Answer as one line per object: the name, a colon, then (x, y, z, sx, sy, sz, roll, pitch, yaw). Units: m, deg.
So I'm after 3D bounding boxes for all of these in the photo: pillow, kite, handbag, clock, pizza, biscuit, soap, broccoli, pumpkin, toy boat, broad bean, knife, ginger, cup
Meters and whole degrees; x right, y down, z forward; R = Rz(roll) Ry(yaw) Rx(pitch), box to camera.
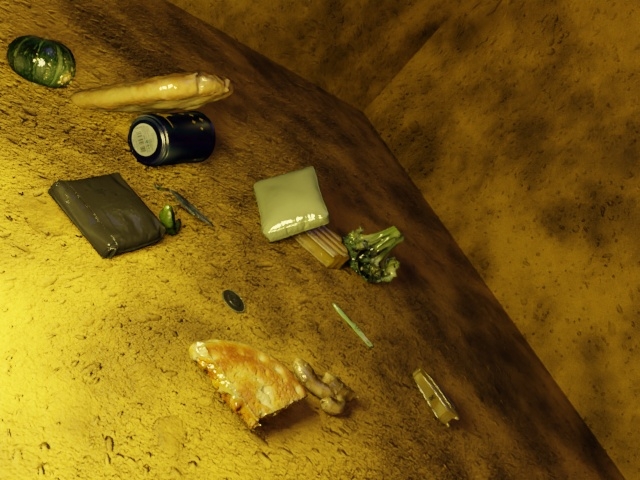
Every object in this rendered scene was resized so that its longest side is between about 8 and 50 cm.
pillow: (-0.111, -0.141, 2.163, 0.322, 0.256, 0.119, -107, 179, -48)
kite: (-0.403, -0.106, 1.751, 0.169, 0.015, 0.310, 43, 1, 2)
handbag: (-0.550, -0.076, 1.537, 0.247, 0.080, 0.223, 48, 25, 8)
clock: (-0.249, 0.174, 1.689, 0.083, 0.010, 0.074, 50, 24, 12)
pizza: (-0.175, 0.354, 1.430, 0.336, 0.086, 0.226, 31, 32, -24)
biscuit: (-0.502, -0.481, 1.953, 0.429, 0.447, 0.103, -30, 116, -70)
soap: (0.000, 0.000, 2.267, 0.257, 0.080, 0.160, 42, 27, -4)
broccoli: (0.227, 0.047, 2.342, 0.263, 0.243, 0.247, 53, 7, 4)
pumpkin: (-0.827, -0.532, 1.752, 0.191, 0.146, 0.190, 9, 28, -5)
toy boat: (0.400, 0.542, 2.053, 0.088, 0.068, 0.226, 18, 32, -53)
broad bean: (-0.425, -0.053, 1.656, 0.046, 0.061, 0.195, 10, -11, -1)
knife: (0.113, 0.295, 2.056, 0.207, 0.014, 0.030, 49, 25, 6)
ginger: (0.009, 0.407, 1.668, 0.214, 0.059, 0.133, 44, 32, 4)
cup: (-0.526, -0.332, 1.948, 0.256, 0.255, 0.178, -25, 108, -62)
